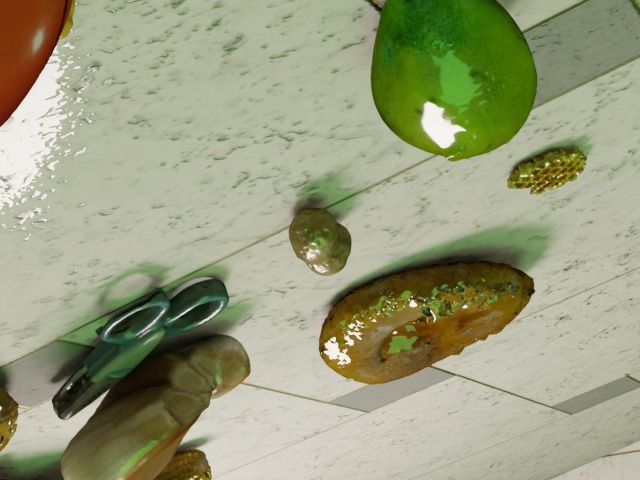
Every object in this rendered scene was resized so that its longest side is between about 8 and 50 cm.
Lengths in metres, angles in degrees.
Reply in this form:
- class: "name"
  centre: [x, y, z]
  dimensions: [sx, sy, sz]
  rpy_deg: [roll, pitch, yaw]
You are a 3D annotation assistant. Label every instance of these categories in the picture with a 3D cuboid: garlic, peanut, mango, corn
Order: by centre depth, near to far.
- class: "mango"
  centre: [0.093, -0.118, 0.999]
  dimensions: [0.119, 0.100, 0.178]
  rpy_deg: [-19, 152, 8]
- class: "peanut"
  centre: [0.000, 0.000, 1.295]
  dimensions: [0.054, 0.054, 0.113]
  rpy_deg: [-21, 160, 6]
- class: "garlic"
  centre: [-0.198, 0.199, 1.515]
  dimensions: [0.217, 0.110, 0.228]
  rpy_deg: [-43, 173, -45]
- class: "corn"
  centre: [-0.245, 0.352, 1.968]
  dimensions: [0.207, 0.068, 0.068]
  rpy_deg: [-27, 158, 18]

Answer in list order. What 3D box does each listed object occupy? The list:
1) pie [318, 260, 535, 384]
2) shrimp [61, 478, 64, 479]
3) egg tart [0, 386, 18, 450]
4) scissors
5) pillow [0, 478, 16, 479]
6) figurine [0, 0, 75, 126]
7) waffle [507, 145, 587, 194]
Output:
- class: "pie"
  centre: [0.124, 0.090, 1.611]
  dimensions: [0.273, 0.069, 0.273]
  rpy_deg: [-19, 158, -8]
- class: "shrimp"
  centre: [-0.277, 0.313, 1.847]
  dimensions: [0.219, 0.046, 0.152]
  rpy_deg: [-39, 160, 26]
- class: "egg tart"
  centre: [-0.463, 0.246, 1.423]
  dimensions: [0.341, 0.129, 0.341]
  rpy_deg: [-15, 160, -6]
- class: "scissors"
  centre: [-0.206, 0.117, 1.426]
  dimensions: [0.138, 0.041, 0.289]
  rpy_deg: [-10, 159, -43]
- class: "pillow"
  centre: [-0.474, 0.375, 1.796]
  dimensions: [0.223, 0.084, 0.236]
  rpy_deg: [-21, 167, -9]
- class: "figurine"
  centre: [-0.217, -0.134, 0.546]
  dimensions: [0.320, 0.196, 0.323]
  rpy_deg: [-24, 150, -4]
- class: "waffle"
  centre: [0.224, -0.067, 1.362]
  dimensions: [0.078, 0.016, 0.085]
  rpy_deg: [-25, 159, 19]
